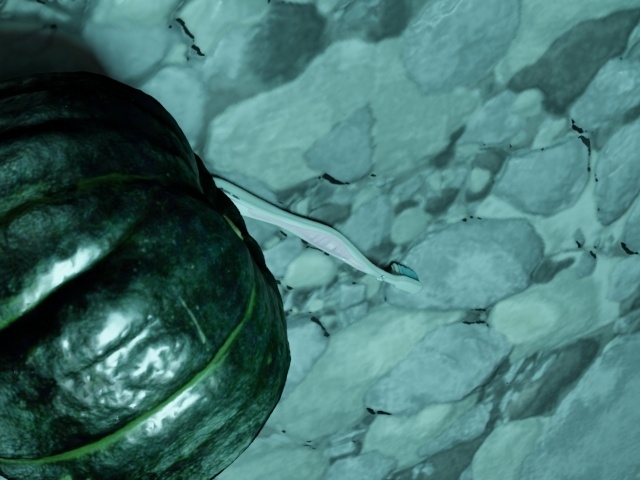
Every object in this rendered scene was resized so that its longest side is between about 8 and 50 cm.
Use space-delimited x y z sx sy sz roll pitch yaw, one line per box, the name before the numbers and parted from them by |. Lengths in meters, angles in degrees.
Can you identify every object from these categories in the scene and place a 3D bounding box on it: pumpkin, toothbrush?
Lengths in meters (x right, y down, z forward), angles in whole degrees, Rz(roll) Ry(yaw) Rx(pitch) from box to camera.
pumpkin | -0.111 0.024 0.628 0.162 0.220 0.220 -26 136 1
toothbrush | 0.000 0.000 0.822 0.017 0.022 0.204 -40 139 26
